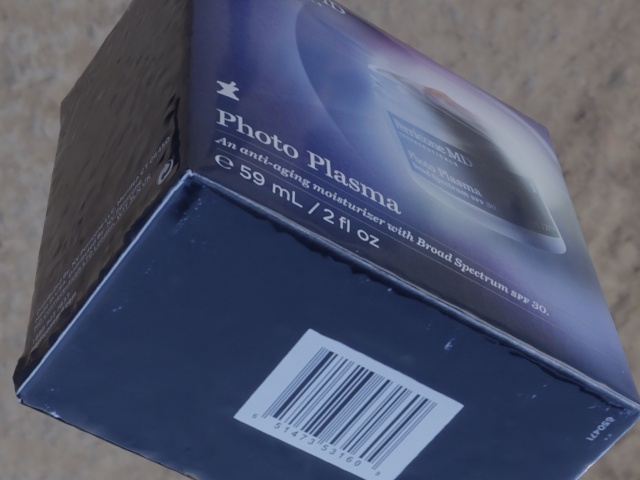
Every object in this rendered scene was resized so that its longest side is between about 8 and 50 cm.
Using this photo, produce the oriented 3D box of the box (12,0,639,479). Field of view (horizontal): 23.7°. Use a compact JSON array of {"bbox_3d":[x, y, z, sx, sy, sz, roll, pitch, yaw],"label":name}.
[{"bbox_3d":[0.000,0.000,0.908,0.296,0.294,0.182,28,119,-23],"label":"box"}]
